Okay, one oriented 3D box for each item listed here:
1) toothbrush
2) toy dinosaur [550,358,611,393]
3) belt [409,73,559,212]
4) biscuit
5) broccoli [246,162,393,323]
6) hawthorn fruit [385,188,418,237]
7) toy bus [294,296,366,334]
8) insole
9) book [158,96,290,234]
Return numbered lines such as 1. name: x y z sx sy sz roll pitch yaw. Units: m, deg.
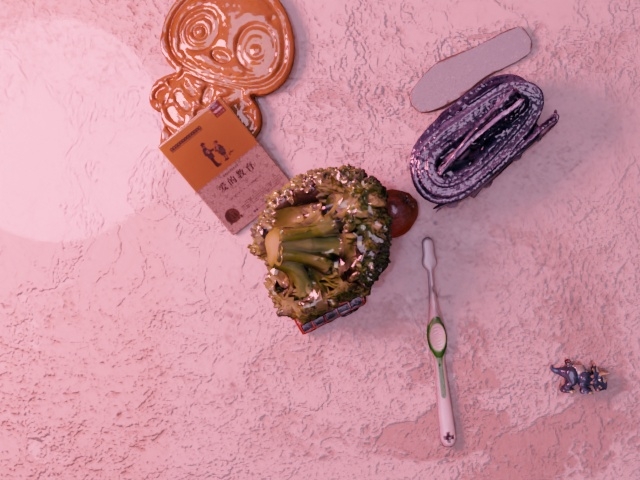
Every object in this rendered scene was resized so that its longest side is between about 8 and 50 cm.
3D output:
1. toothbrush: 0.167 0.146 1.720 0.030 0.030 0.304 -6 91 8
2. toy dinosaur: 0.364 0.191 1.693 0.083 0.030 0.047 4 91 7
3. belt: 0.214 -0.139 1.656 0.218 0.128 0.122 -42 85 6
4. biscuit: -0.151 -0.246 1.750 0.202 0.044 0.288 23 92 7
5. broccoli: 0.003 -0.001 1.655 0.176 0.226 0.198 -25 77 -19
6. hawthorn fruit: 0.092 -0.028 1.718 0.067 0.067 0.103 51 124 4
7. toy bus: 0.014 0.097 1.739 0.110 0.031 0.043 -27 90 9
8. insole: 0.212 -0.244 1.714 0.192 0.010 0.063 -29 88 7
9. book: -0.135 -0.106 1.737 0.118 0.012 0.172 -38 105 6
